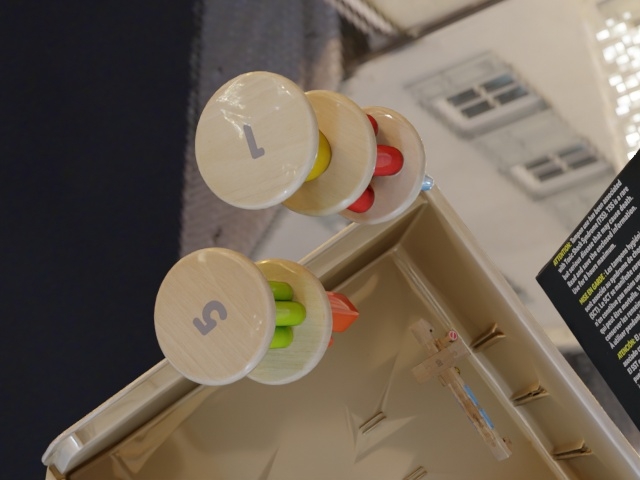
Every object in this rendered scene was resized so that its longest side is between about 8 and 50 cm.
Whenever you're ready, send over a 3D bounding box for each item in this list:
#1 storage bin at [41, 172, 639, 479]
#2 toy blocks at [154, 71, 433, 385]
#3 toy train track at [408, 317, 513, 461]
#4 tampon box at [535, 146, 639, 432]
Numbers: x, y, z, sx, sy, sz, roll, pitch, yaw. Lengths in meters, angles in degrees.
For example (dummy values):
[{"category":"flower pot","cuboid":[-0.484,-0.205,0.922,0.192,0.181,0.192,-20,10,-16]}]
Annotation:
[{"category":"storage bin","cuboid":[0.024,0.153,0.768,0.262,0.260,0.123,53,169,6]},{"category":"toy blocks","cuboid":[0.000,0.000,0.593,0.148,0.054,0.123,7,-82,-62]},{"category":"toy train track","cuboid":[0.075,0.075,0.728,0.014,0.048,0.083,-29,-96,-38]},{"category":"tampon box","cuboid":[0.187,0.035,0.534,0.120,0.101,0.161,-20,-113,-29]}]
